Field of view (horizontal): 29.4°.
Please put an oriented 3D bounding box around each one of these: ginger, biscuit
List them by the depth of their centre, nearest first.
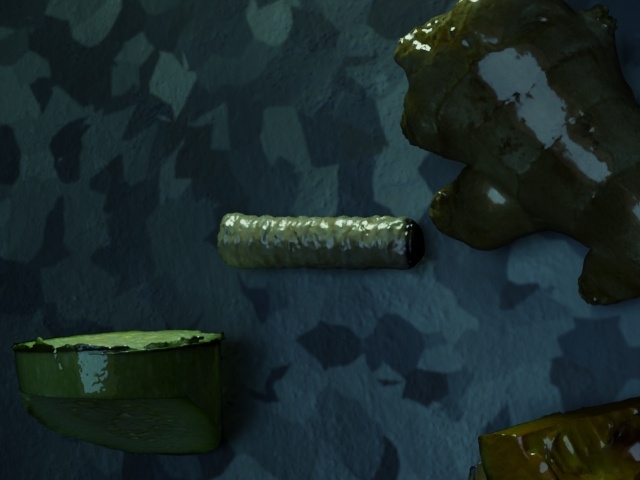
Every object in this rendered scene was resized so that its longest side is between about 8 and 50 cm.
[{"bbox_3d":[0.208,-0.056,1.079,0.236,0.166,0.375,-32,67,9],"label":"ginger"},{"bbox_3d":[0.000,0.000,1.225,0.219,0.055,0.061,-1,79,24],"label":"biscuit"}]

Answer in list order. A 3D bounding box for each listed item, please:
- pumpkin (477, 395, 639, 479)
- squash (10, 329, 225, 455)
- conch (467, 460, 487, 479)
[{"bbox_3d":[0.309,0.198,1.013,0.312,0.169,0.148,-9,87,39],"label":"pumpkin"},{"bbox_3d":[-0.204,0.149,1.218,0.220,0.220,0.133,-1,82,25],"label":"squash"},{"bbox_3d":[0.162,0.366,1.101,0.093,0.109,0.330,10,64,-11],"label":"conch"}]
